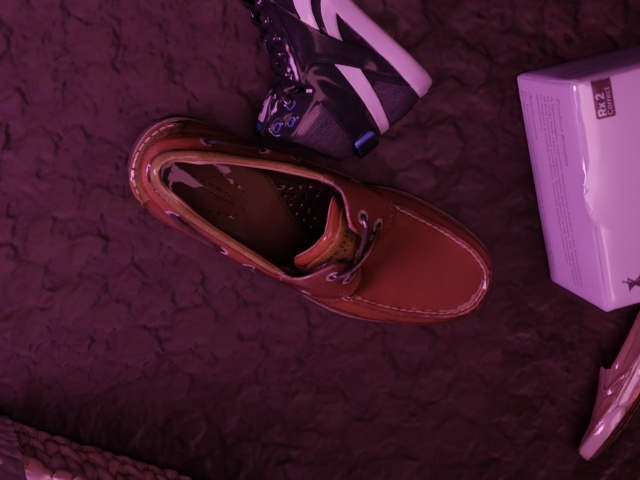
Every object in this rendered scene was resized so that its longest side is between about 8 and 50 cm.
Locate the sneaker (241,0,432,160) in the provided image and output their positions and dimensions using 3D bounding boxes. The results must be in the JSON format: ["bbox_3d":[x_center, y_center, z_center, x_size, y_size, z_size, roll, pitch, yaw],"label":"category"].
[{"bbox_3d":[-0.028,-0.141,1.020,0.217,0.079,0.121,40,89,-18],"label":"sneaker"}]

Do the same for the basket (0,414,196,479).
[{"bbox_3d":[-0.166,0.332,0.956,0.266,0.328,0.331,16,96,-19],"label":"basket"}]

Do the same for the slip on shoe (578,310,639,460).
[{"bbox_3d":[0.251,0.120,1.154,0.041,0.051,0.135,35,102,23],"label":"slip on shoe"}]

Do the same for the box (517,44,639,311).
[{"bbox_3d":[0.269,-0.061,1.081,0.182,0.119,0.181,-14,104,-10],"label":"box"}]

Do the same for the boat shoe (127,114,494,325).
[{"bbox_3d":[0.000,0.000,1.040,0.307,0.104,0.110,18,96,-15],"label":"boat shoe"}]
